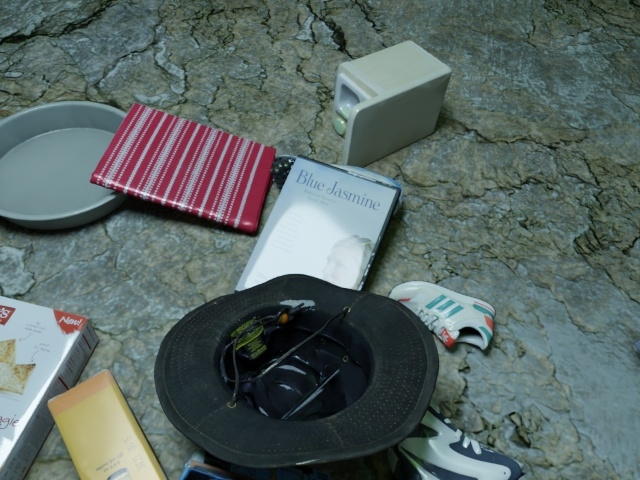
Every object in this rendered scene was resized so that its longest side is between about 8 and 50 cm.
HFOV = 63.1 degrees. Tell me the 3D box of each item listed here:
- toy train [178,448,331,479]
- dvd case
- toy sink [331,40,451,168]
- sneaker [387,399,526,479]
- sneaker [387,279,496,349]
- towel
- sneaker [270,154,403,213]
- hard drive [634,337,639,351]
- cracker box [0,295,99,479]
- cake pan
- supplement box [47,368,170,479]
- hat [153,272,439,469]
[{"bbox_3d":[-0.070,0.280,0.550,0.184,0.080,0.105,23,18,-13],"label":"toy train"},{"bbox_3d":[0.000,0.000,0.808,0.181,0.022,0.253,19,71,10],"label":"dvd case"},{"bbox_3d":[0.106,-0.257,0.990,0.234,0.152,0.131,-29,59,-24],"label":"toy sink"},{"bbox_3d":[0.163,0.250,0.630,0.153,0.094,0.234,0,52,-7],"label":"sneaker"},{"bbox_3d":[0.176,0.113,0.762,0.161,0.057,0.075,16,46,4],"label":"sneaker"},{"bbox_3d":[-0.218,-0.124,0.893,0.275,0.031,0.198,17,51,-9],"label":"towel"},{"bbox_3d":[0.028,-0.096,0.908,0.237,0.085,0.086,18,28,11],"label":"sneaker"},{"bbox_3d":[0.578,0.191,0.686,0.172,0.054,0.254,-45,56,16],"label":"hard drive"},{"bbox_3d":[-0.405,0.188,0.643,0.156,0.067,0.232,12,51,4],"label":"cracker box"},{"bbox_3d":[-0.444,-0.131,0.900,0.293,0.054,0.293,2,52,-3],"label":"cake pan"},{"bbox_3d":[-0.222,0.267,0.592,0.078,0.080,0.233,-28,58,-24],"label":"supplement box"},{"bbox_3d":[-0.028,0.178,0.635,0.332,0.133,0.331,-3,29,2],"label":"hat"}]
